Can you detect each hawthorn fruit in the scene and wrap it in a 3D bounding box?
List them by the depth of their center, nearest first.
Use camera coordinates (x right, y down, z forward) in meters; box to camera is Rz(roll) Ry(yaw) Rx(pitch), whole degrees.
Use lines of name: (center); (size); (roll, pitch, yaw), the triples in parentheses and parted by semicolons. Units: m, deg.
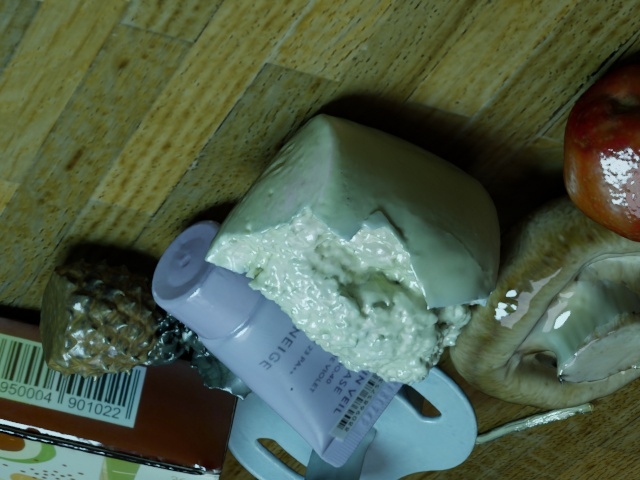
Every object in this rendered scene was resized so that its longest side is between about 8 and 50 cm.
hawthorn fruit: (0.252, -0.071, 1.557); (0.133, 0.133, 0.138); (-11, 133, 16)

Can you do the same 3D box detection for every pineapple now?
pineapple: (-0.142, 0.081, 1.809); (0.237, 0.111, 0.119); (5, 125, -27)

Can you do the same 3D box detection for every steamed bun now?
steamed bun: (0.034, 0.013, 1.612); (0.225, 0.170, 0.200); (22, 101, -30)

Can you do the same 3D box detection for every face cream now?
face cream: (-0.029, 0.088, 1.773); (0.274, 0.154, 0.096); (36, 176, -33)

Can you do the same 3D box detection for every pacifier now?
pacifier: (0.010, 0.210, 1.925); (0.287, 0.226, 0.238); (-28, 123, 35)

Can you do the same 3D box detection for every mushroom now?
mushroom: (0.244, 0.051, 1.735); (0.278, 0.146, 0.278); (-15, 141, -12)
mushroom: (0.171, 0.217, 2.130); (0.286, 0.028, 0.026); (-18, 102, 24)

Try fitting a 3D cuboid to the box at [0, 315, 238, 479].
box: (-0.288, 0.231, 1.994); (0.345, 0.122, 0.385); (14, 147, -5)
